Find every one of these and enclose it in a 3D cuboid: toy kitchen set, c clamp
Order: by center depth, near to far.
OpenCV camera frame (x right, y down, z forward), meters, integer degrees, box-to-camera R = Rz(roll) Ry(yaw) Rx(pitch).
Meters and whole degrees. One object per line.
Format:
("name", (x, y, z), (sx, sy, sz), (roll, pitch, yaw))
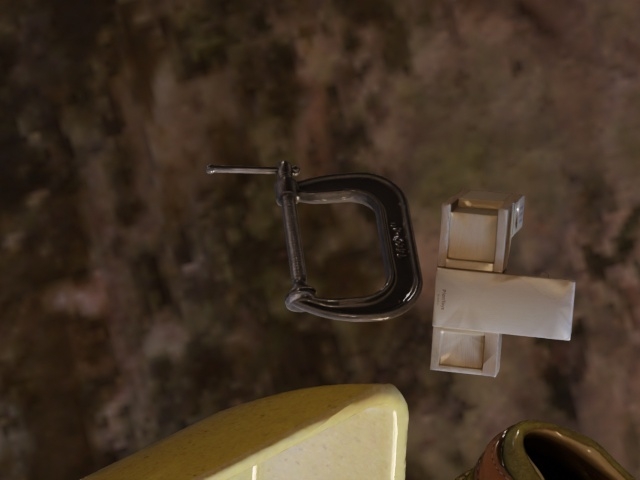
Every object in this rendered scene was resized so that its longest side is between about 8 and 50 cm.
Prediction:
("toy kitchen set", (0.097, 0.021, 0.940), (0.075, 0.068, 0.083), (-31, 126, -75))
("c clamp", (0.000, 0.000, 1.306), (0.022, 0.137, 0.161), (94, -15, -46))

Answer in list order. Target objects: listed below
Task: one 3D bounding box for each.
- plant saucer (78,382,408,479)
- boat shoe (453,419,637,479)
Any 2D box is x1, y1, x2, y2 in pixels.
("plant saucer", (-0.117, 0.232, 0.893), (0.081, 0.332, 0.333), (40, -38, 39))
("boat shoe", (0.159, 0.197, 0.720), (0.307, 0.110, 0.104), (40, -47, 21))
